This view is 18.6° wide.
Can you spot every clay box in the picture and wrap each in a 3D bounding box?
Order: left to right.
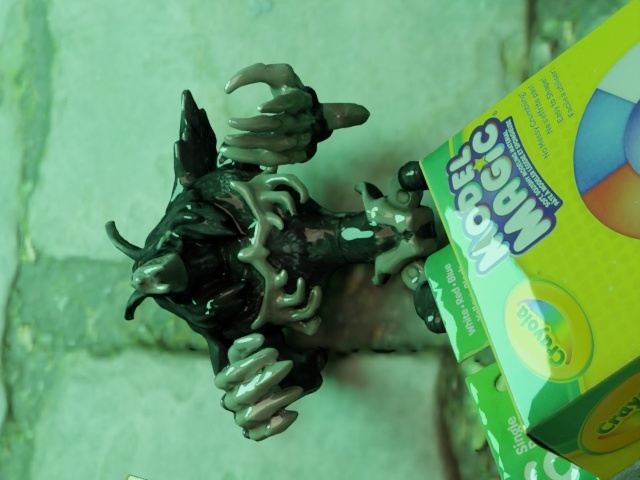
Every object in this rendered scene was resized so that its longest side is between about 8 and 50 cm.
[{"bbox_3d":[0.122,-0.019,0.636,0.222,0.053,0.127,-37,45,19],"label":"clay box"}]

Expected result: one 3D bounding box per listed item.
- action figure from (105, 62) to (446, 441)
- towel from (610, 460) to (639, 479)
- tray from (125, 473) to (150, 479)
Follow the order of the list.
[{"bbox_3d":[0.000,0.000,0.865,0.276,0.141,0.164,-9,88,26],"label":"action figure"},{"bbox_3d":[0.206,0.013,0.693,0.329,0.237,0.037,-39,88,17],"label":"towel"},{"bbox_3d":[-0.046,0.326,0.823,0.203,0.076,0.411,13,77,25],"label":"tray"}]
